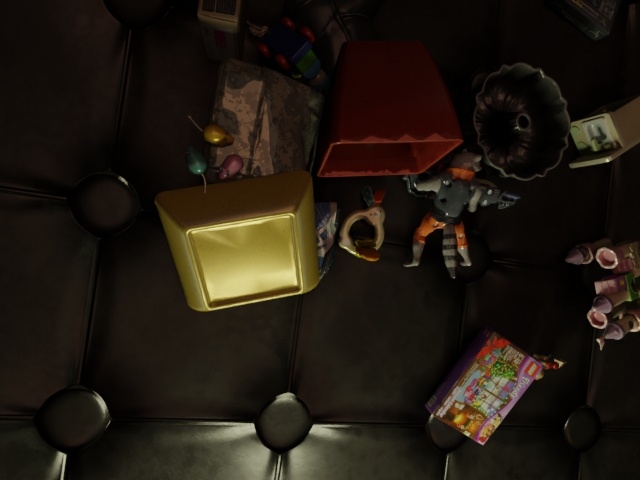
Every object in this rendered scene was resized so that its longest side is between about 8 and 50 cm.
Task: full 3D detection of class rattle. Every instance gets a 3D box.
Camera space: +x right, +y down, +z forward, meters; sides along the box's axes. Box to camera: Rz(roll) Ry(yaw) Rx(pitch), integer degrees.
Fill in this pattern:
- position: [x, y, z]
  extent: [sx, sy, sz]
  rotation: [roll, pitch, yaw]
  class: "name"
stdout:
- position: [0.133, -0.053, 1.200]
  extent: [0.130, 0.143, 0.200]
  rotation: [30, 88, 4]
  class: "rattle"

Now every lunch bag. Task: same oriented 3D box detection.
- position: [-0.131, -0.232, 1.074]
  extent: [0.256, 0.212, 0.305]
  rotation: [11, 86, -12]
  class: "lunch bag"

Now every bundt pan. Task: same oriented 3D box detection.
- position: [0.548, -0.330, 1.329]
  extent: [0.331, 0.124, 0.331]
  rotation: [0, 90, -16]
  class: "bundt pan"

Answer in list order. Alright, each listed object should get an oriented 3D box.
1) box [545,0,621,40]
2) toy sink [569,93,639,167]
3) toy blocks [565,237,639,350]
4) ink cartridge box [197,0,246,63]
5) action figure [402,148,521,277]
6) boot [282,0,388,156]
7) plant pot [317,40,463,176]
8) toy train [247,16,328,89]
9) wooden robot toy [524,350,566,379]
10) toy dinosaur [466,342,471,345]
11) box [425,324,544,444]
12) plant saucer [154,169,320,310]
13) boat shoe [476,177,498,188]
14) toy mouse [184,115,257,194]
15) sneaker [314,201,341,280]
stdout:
- position: [0.840, -0.778, 1.450]
  extent: [0.232, 0.059, 0.183]
  rotation: [24, 83, -16]
  class: "box"
- position: [0.881, -0.341, 1.417]
  extent: [0.234, 0.153, 0.131]
  rotation: [-31, 99, -14]
  class: "toy sink"
- position: [0.888, 0.142, 1.336]
  extent: [0.260, 0.309, 0.288]
  rotation: [-17, 95, -23]
  class: "toy blocks"
- position: [-0.213, -0.536, 1.036]
  extent: [0.088, 0.234, 0.193]
  rotation: [7, 87, -8]
  class: "ink cartridge box"
- position: [0.393, -0.079, 1.245]
  extent: [0.341, 0.178, 0.330]
  rotation: [4, 107, -3]
  class: "action figure"
- position: [0.162, -0.479, 1.195]
  extent: [0.367, 0.146, 0.445]
  rotation: [-29, 95, -5]
  class: "boot"
- position: [0.130, -0.291, 1.024]
  extent: [0.267, 0.267, 0.236]
  rotation: [-3, 85, -7]
  class: "plant pot"
- position: [-0.084, -0.466, 1.142]
  extent: [0.105, 0.248, 0.143]
  rotation: [-46, 141, 2]
  class: "toy train"
- position: [0.668, 0.391, 1.398]
  extent: [0.173, 0.076, 0.079]
  rotation: [9, 98, -16]
  class: "wooden robot toy"
- position: [0.484, 0.339, 1.357]
  extent: [0.047, 0.090, 0.082]
  rotation: [-38, 142, 8]
  class: "toy dinosaur"
- position: [0.466, 0.412, 1.306]
  extent: [0.201, 0.057, 0.293]
  rotation: [33, 95, -15]
  class: "box"
- position: [-0.164, 0.028, 1.026]
  extent: [0.333, 0.081, 0.333]
  rotation: [-10, 126, -8]
  class: "plant saucer"
- position: [0.466, -0.153, 1.349]
  extent: [0.133, 0.042, 0.049]
  rotation: [15, 66, -16]
  class: "boat shoe"
- position: [-0.216, -0.162, 0.928]
  extent: [0.161, 0.031, 0.143]
  rotation: [20, 83, -11]
  class: "toy mouse"
- position: [0.000, 0.000, 1.198]
  extent: [0.081, 0.080, 0.211]
  rotation: [9, 87, 5]
  class: "sneaker"
